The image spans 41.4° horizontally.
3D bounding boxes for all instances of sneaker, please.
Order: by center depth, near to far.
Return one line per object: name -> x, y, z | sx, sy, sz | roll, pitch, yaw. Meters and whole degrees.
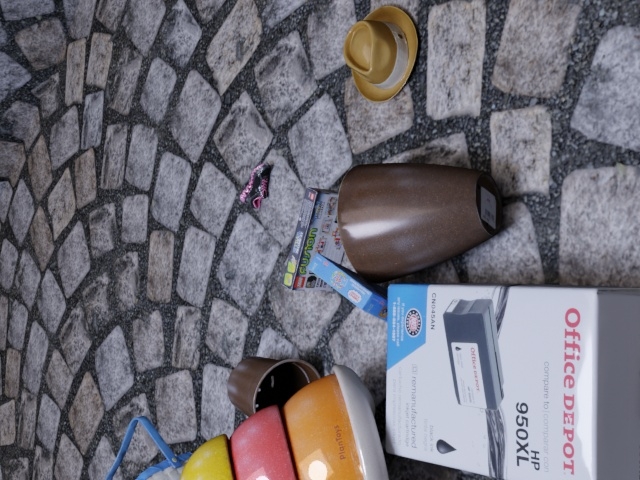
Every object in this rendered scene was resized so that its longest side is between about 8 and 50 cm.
sneaker -> -0.137, -0.123, 1.936 | 0.057, 0.047, 0.119 | 44, 124, 23

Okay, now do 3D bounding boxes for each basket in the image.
basket -> -0.404, 0.603, 2.054 | 0.289, 0.201, 0.254 | 41, 118, 33

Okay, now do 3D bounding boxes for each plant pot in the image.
plant pot -> 0.183, -0.044, 1.444 | 0.231, 0.215, 0.215 | -9, 80, 34
plant pot -> -0.105, 0.316, 1.771 | 0.165, 0.167, 0.166 | 7, 92, 57

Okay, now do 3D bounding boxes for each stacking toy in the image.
stacking toy -> -0.125, 0.428, 1.475 | 0.350, 0.480, 0.350 | 169, 90, -85

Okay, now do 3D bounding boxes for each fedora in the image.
fedora -> 0.101, -0.366, 1.642 | 0.194, 0.079, 0.194 | -5, 83, 49

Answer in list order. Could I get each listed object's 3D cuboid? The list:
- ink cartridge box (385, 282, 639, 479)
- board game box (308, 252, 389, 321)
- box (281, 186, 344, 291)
ink cartridge box -> 0.293, 0.208, 1.294 | 0.395, 0.166, 0.285 | -3, 85, 49
board game box -> 0.097, 0.103, 1.502 | 0.160, 0.211, 0.039 | 35, 95, 46
box -> 0.000, 0.000, 1.701 | 0.036, 0.114, 0.206 | 29, 108, 48
